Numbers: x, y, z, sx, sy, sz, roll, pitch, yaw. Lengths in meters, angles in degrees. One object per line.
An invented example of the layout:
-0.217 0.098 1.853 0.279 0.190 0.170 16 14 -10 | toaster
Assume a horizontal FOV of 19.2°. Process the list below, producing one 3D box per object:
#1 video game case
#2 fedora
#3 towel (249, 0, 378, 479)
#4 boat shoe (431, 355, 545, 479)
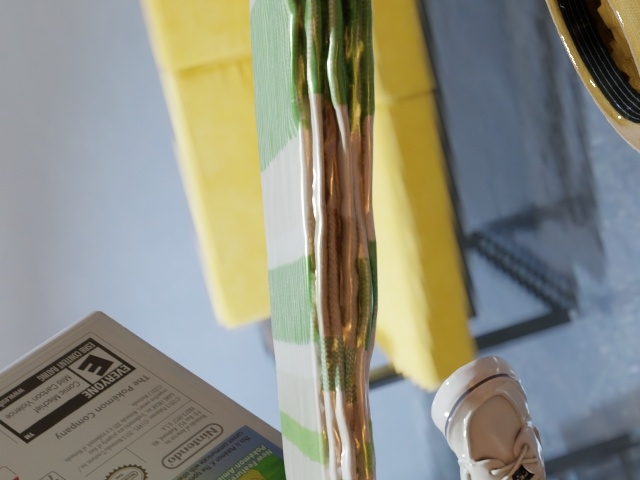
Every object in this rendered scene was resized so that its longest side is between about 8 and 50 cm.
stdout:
-0.126 0.191 0.957 0.300 0.329 0.036 31 136 28 | video game case
0.190 -0.134 1.090 0.194 0.079 0.194 155 90 -87 | fedora
0.000 0.000 0.835 0.248 0.038 0.325 161 104 -84 | towel
0.175 0.211 1.851 0.088 0.096 0.267 53 165 35 | boat shoe
